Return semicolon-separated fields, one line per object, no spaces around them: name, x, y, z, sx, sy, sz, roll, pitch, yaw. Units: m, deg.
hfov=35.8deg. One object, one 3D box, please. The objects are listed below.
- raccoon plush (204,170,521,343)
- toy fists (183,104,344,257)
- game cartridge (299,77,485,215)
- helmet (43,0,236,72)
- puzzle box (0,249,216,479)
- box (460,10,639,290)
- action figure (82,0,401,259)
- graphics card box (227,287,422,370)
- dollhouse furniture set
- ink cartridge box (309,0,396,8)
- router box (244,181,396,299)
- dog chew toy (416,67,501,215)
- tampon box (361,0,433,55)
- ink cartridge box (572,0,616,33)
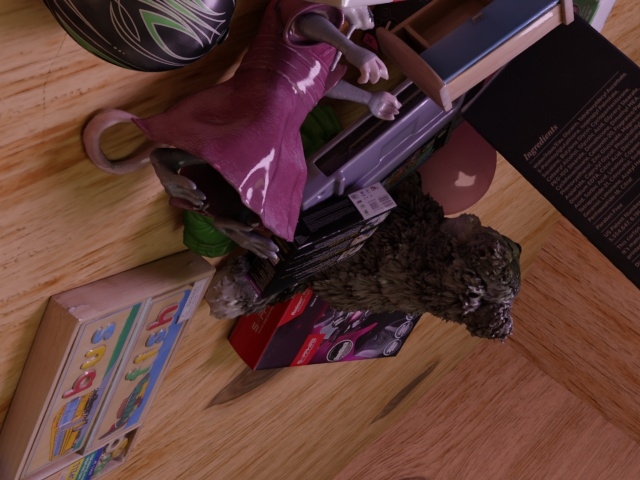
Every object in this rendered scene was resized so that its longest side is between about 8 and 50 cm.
raccoon plush;0.084;0.085;1.467;0.446;0.299;0.216;-32;125;-6
toy fists;-0.072;-0.088;1.334;0.279;0.096;0.142;-36;154;-35
game cartridge;0.093;-0.128;1.378;0.355;0.068;0.230;-40;162;-14
helmet;-0.154;-0.223;0.837;0.169;0.169;0.161;-55;177;7
puzzle box;-0.315;0.210;1.375;0.272;0.052;0.409;-21;144;-54
box;0.442;-0.105;1.421;0.212;0.395;0.293;-48;159;15
action figure;-0.055;-0.178;1.149;0.248;0.276;0.370;80;31;-71
graphics card box;0.041;0.111;1.777;0.371;0.094;0.232;1;127;-44
dollhouse furniture set;0.129;-0.360;1.139;0.198;0.286;0.303;-36;145;-6
ink cartridge box;0.042;-0.374;0.947;0.197;0.114;0.272;-25;128;-53
router box;0.000;0.000;1.308;0.179;0.046;0.133;-24;161;-37
dog chew toy;0.239;-0.208;1.686;0.331;0.207;0.206;-57;162;-10
tampon box;0.162;-0.310;1.432;0.161;0.120;0.101;-26;148;-50
ink cartridge box;0.348;-0.388;1.579;0.093;0.212;0.154;-41;158;-35
